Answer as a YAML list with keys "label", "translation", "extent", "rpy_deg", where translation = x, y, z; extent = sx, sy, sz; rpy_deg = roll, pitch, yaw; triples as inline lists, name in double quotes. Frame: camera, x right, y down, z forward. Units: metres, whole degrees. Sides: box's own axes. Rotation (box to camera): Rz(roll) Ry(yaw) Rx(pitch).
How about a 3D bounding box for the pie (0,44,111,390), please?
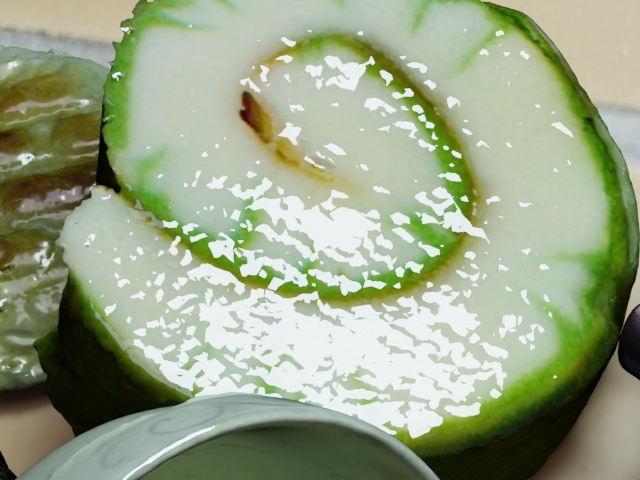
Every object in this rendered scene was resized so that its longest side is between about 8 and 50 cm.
- label: "pie"
  translation: [-0.224, -0.019, 1.289]
  extent: [0.306, 0.071, 0.306]
  rpy_deg: [-4, 51, 5]

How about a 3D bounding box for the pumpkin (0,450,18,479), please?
- label: "pumpkin"
  translation: [-0.256, 0.183, 1.054]
  extent: [0.220, 0.162, 0.220]
  rpy_deg: [-20, 56, 32]

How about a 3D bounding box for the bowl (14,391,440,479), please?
- label: "bowl"
  translation: [-0.075, 0.215, 0.961]
  extent: [0.307, 0.307, 0.163]
  rpy_deg: [-42, 34, -25]

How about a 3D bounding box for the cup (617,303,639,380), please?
- label: "cup"
  translation: [0.279, 0.020, 1.113]
  extent: [0.177, 0.166, 0.239]
  rpy_deg: [18, 18, 24]

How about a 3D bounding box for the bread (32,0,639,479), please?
- label: "bread"
  translation: [0.000, 0.000, 1.175]
  extent: [0.382, 0.129, 0.366]
  rpy_deg: [-26, 65, -25]
